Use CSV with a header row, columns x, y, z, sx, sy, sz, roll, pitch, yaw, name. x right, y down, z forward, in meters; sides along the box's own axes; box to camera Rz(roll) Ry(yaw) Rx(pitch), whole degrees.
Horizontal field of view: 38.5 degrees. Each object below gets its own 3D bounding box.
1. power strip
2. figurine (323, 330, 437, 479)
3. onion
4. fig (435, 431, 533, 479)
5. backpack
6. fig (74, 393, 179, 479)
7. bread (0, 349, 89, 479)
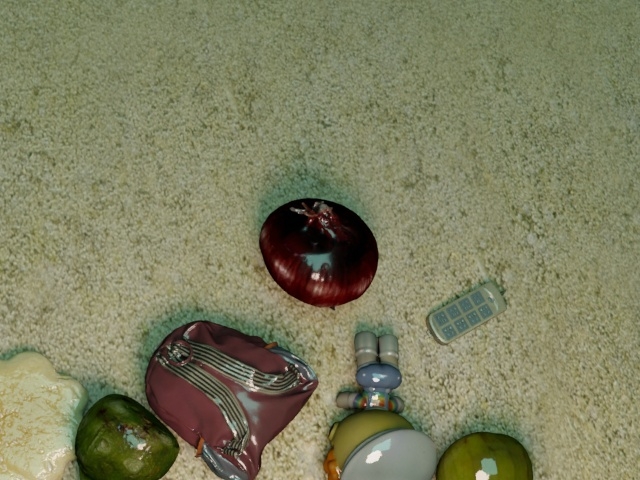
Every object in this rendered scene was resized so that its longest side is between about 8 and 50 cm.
x,y,z,sx,sy,sz,roll,pitch,yaw,name
0.342,0.165,2.111,0.226,0.029,0.080,-27,77,-20,power strip
0.107,0.365,1.899,0.224,0.205,0.382,-4,62,-20,figurine
0.000,0.000,1.976,0.273,0.285,0.273,5,43,-5,onion
0.345,0.513,1.889,0.203,0.203,0.225,-3,63,-13,fig
-0.197,0.298,1.855,0.317,0.197,0.283,36,68,4,backpack
-0.406,0.428,1.777,0.203,0.203,0.235,40,88,4,fig
-0.613,0.364,1.821,0.316,0.054,0.316,4,71,-11,bread
